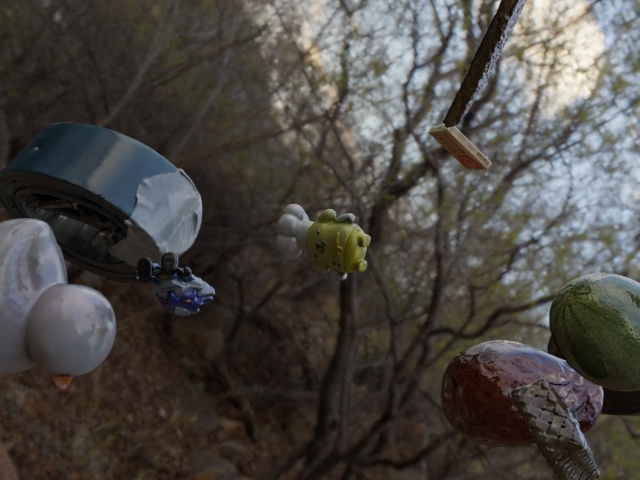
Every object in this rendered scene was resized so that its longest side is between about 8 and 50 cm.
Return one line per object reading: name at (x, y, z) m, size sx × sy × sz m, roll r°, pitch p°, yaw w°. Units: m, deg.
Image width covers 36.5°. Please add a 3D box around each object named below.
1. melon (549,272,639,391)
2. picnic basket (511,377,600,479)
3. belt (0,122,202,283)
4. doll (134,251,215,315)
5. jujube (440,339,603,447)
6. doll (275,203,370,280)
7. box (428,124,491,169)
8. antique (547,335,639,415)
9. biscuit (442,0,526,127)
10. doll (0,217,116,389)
melon at (0.370, 0.116, 1.212) m, size 0.192 × 0.139 × 0.139 m, roll 33°, pitch 9°, yaw -25°
picnic basket at (0.285, 0.234, 1.156) m, size 0.110 × 0.055 × 0.193 m, roll 65°, pitch 7°, yaw 32°
belt at (-0.420, -0.069, 1.846) m, size 0.436 × 0.173 × 0.300 m, roll 15°, pitch -34°, yaw 38°
doll at (-0.215, 0.071, 1.456) m, size 0.195 × 0.096 × 0.070 m, roll 67°, pitch 18°, yaw -64°
jujube at (0.327, 0.253, 1.577) m, size 0.190 × 0.255 × 0.190 m, roll -169°, pitch -90°, yaw -81°
doll at (0.000, 0.000, 1.480) m, size 0.162 × 0.062 × 0.106 m, roll 16°, pitch -72°, yaw 29°
box at (0.210, -0.140, 1.460) m, size 0.093 × 0.015 × 0.058 m, roll 41°, pitch -14°, yaw -19°
antique at (0.571, 0.249, 1.899) m, size 0.278 × 0.223 × 0.129 m, roll 36°, pitch 37°, yaw -18°
biscuit at (0.211, -0.244, 1.151) m, size 0.025 × 0.131 × 0.231 m, roll 28°, pitch -47°, yaw 7°
doll at (-0.396, 0.093, 1.380) m, size 0.221 × 0.221 × 0.251 m, roll -138°, pitch -137°, yaw -76°
